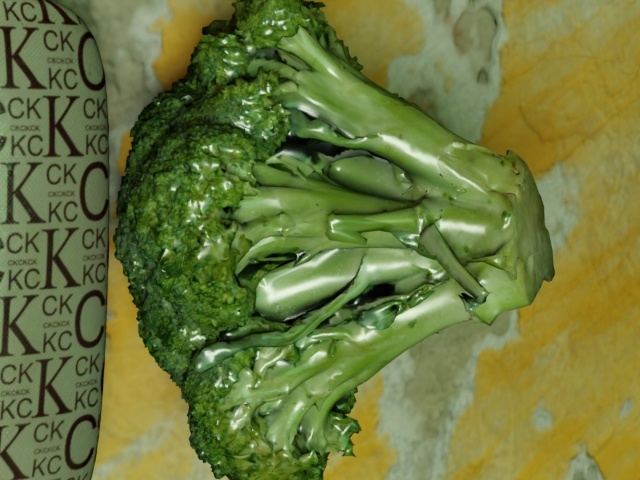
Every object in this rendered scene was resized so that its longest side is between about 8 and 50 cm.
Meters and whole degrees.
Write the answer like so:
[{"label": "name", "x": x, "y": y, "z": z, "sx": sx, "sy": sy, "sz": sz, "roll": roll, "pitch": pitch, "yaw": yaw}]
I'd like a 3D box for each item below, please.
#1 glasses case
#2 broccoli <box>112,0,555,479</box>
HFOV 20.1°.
[{"label": "glasses case", "x": -0.203, "y": 0.022, "z": 1.139, "sx": 0.137, "sy": 0.085, "sz": 0.354, "roll": -5, "pitch": 103, "yaw": -39}, {"label": "broccoli", "x": 0.000, "y": 0.000, "z": 1.173, "sx": 0.321, "sy": 0.283, "sz": 0.304, "roll": 65, "pitch": 34, "yaw": -46}]
